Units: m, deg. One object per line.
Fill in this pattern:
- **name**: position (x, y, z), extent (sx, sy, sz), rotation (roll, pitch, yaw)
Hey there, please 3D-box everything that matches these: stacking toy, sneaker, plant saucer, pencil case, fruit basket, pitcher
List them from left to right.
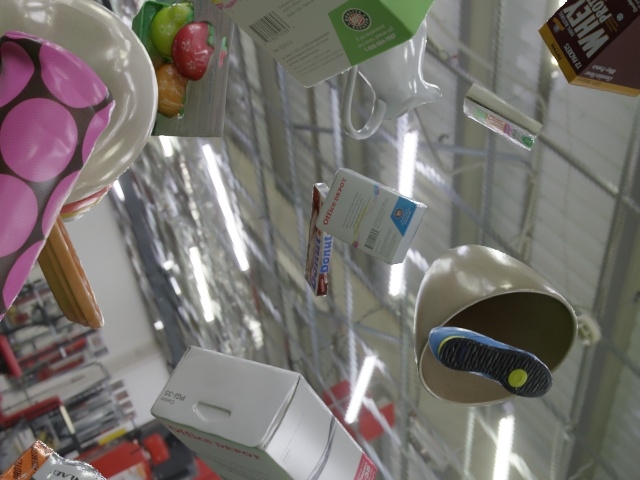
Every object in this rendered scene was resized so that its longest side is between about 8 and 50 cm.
- **pencil case**: position (-0.219, -0.031, 0.570), extent (0.098, 0.209, 0.095), rotation (24, -10, 14)
- **stacking toy**: position (-0.433, -0.140, 1.407), extent (0.351, 0.350, 0.480), rotation (61, -16, 15)
- **plant saucer**: position (-0.303, 0.014, 0.995), extent (0.200, 0.037, 0.200), rotation (60, -14, 25)
- **fruit basket**: position (-0.273, -0.378, 1.819), extent (0.353, 0.165, 0.327), rotation (8, -86, 47)
- **pitcher**: position (0.078, -0.263, 1.236), extent (0.125, 0.177, 0.207), rotation (21, -38, 44)
- **sneaker**: position (0.266, 0.182, 1.354), extent (0.082, 0.209, 0.069), rotation (-118, -129, -72)

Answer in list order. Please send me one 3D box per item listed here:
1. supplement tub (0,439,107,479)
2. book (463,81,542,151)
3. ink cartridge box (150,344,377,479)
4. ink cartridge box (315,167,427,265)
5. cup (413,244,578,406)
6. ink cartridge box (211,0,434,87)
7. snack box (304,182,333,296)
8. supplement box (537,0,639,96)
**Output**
- **supplement tub**: position (-0.287, 0.406, 1.052), extent (0.316, 0.193, 0.193), rotation (46, -17, -5)
- **book**: position (0.330, -0.221, 1.574), extent (0.144, 0.035, 0.096), rotation (32, -8, 13)
- **ink cartridge box**: position (-0.071, 0.282, 1.213), extent (0.207, 0.117, 0.283), rotation (9, -34, 35)
- **ink cartridge box**: position (0.067, -0.033, 1.157), extent (0.122, 0.052, 0.089), rotation (27, -78, 21)
- **cup**: position (0.326, 0.146, 1.791), extent (0.237, 0.330, 0.331), rotation (-109, -172, -48)
- **ink cartridge box**: position (-0.062, -0.332, 0.869), extent (0.353, 0.119, 0.207), rotation (40, -25, -23)
- **snack box**: position (0.000, 0.000, 1.408), extent (0.064, 0.022, 0.178), rotation (-124, -146, -53)
- **supplement box**: position (0.519, -0.364, 1.467), extent (0.194, 0.191, 0.129), rotation (-48, -129, 42)
